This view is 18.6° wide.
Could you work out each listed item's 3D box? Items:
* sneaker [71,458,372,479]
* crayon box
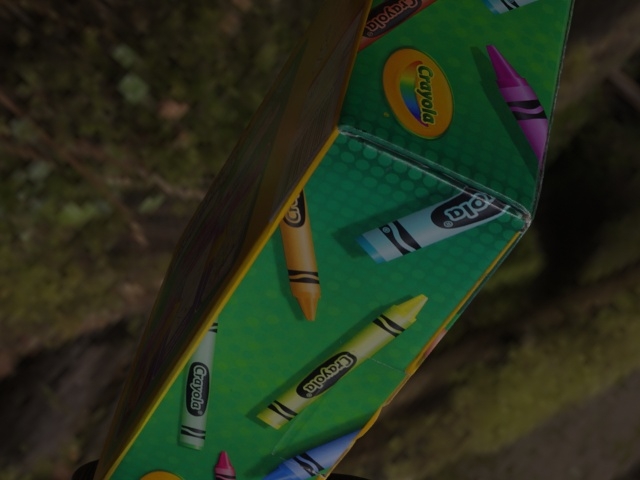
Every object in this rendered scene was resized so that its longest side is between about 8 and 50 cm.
[{"bbox_3d":[-0.083,0.294,1.758,0.124,0.295,0.178,-89,-173,-69],"label":"sneaker"},{"bbox_3d":[0.000,0.000,0.810,0.278,0.081,0.165,-55,-167,45],"label":"crayon box"}]
